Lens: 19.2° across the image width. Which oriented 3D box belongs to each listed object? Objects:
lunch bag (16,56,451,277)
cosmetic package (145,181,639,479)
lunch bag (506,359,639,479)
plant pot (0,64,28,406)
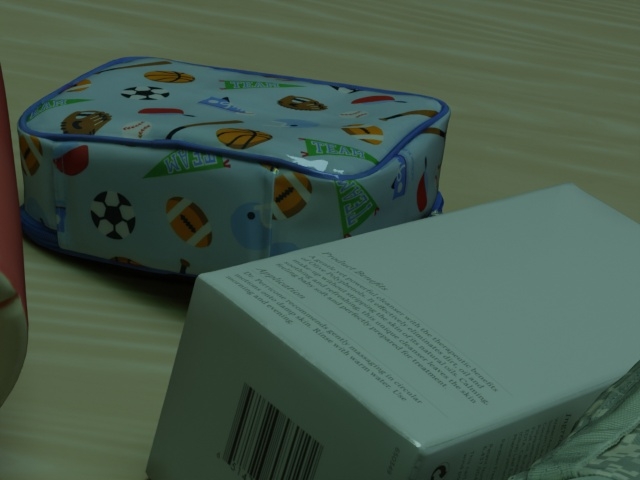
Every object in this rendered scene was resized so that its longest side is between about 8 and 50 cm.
[{"bbox_3d":[-0.055,-0.055,1.401,0.303,0.115,0.243,12,23,20],"label":"lunch bag"},{"bbox_3d":[0.099,0.093,1.188,0.365,0.155,0.197,-11,37,-44],"label":"cosmetic package"},{"bbox_3d":[0.205,0.175,0.912,0.212,0.256,0.305,-15,8,36],"label":"lunch bag"},{"bbox_3d":[-0.292,-0.006,1.087,0.275,0.275,0.243,0,40,-28],"label":"plant pot"}]
